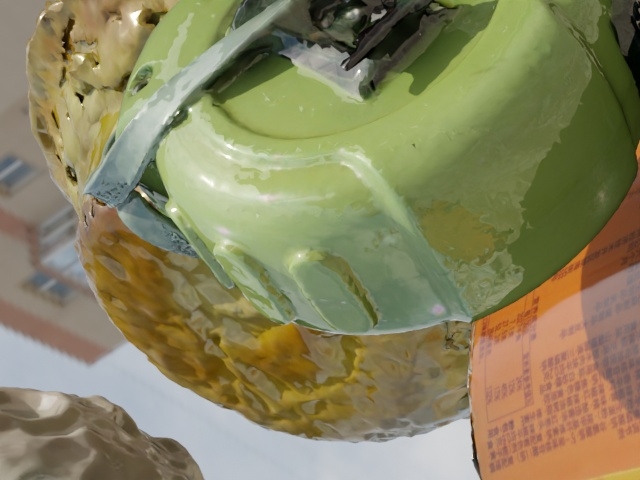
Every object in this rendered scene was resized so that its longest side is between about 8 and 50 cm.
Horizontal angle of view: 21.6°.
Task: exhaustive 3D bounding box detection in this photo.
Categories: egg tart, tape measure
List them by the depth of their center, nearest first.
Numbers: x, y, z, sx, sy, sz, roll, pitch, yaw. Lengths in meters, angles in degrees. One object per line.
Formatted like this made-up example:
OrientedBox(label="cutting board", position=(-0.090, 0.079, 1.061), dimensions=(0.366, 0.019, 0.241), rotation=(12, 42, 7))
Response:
OrientedBox(label="tape measure", position=(0.021, -0.047, 0.492), dimensions=(0.154, 0.177, 0.087), rotation=(42, 171, 44))
OrientedBox(label="egg tart", position=(0.000, 0.000, 1.023), dimensions=(0.443, 0.443, 0.178), rotation=(44, -126, -26))

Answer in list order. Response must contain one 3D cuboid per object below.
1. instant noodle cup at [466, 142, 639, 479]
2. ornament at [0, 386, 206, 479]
OrientedBox(label="instant noodle cup", position=(0.199, 0.045, 0.577), dimensions=(0.296, 0.214, 0.296), rotation=(12, -112, -32))
OrientedBox(label="ornament", position=(-0.201, 0.268, 1.153), dimensions=(0.337, 0.337, 0.337), rotation=(40, -148, -31))
